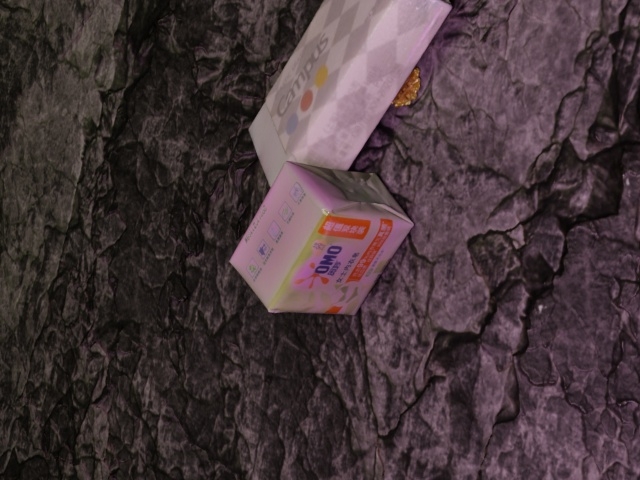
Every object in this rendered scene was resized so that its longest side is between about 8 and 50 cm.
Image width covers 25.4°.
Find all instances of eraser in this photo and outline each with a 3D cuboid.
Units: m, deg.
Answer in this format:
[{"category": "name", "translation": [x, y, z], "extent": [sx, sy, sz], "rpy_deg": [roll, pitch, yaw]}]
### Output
[{"category": "eraser", "translation": [0.034, -0.256, 2.134], "extent": [0.397, 0.082, 0.213], "rpy_deg": [-56, 34, 27]}]

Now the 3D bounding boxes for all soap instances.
[{"category": "soap", "translation": [0.000, 0.000, 2.076], "extent": [0.199, 0.182, 0.138], "rpy_deg": [-58, 47, 26]}]

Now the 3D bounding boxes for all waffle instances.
[{"category": "waffle", "translation": [0.118, -0.237, 2.105], "extent": [0.085, 0.016, 0.078], "rpy_deg": [30, 110, 47]}]
